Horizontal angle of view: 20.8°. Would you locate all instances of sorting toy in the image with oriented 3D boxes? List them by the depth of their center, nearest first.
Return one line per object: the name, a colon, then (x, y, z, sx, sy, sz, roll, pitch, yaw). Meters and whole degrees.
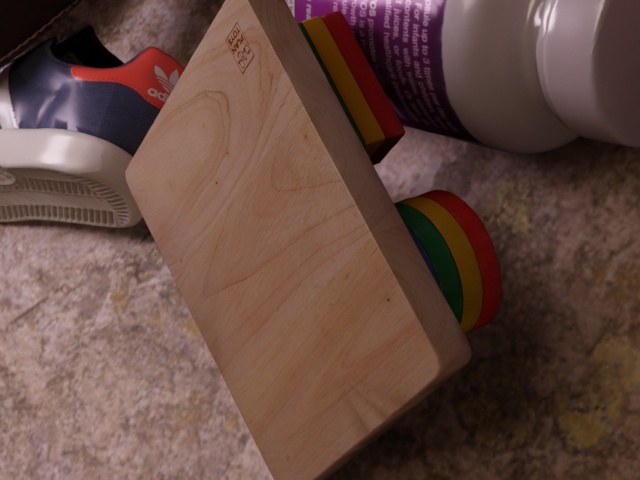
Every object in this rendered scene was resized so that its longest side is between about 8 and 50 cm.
sorting toy: (0.000, 0.000, 1.097, 0.255, 0.089, 0.257, 62, 150, 13)

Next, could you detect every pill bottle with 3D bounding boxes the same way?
pill bottle: (0.096, -0.148, 1.118, 0.301, 0.169, 0.169, 19, 82, 44)

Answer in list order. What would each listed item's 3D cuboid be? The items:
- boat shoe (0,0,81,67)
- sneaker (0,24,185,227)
boat shoe: (-0.174, -0.252, 1.330, 0.342, 0.123, 0.123, -50, 51, -7)
sneaker: (-0.239, -0.103, 1.421, 0.350, 0.131, 0.148, 9, 65, 39)
